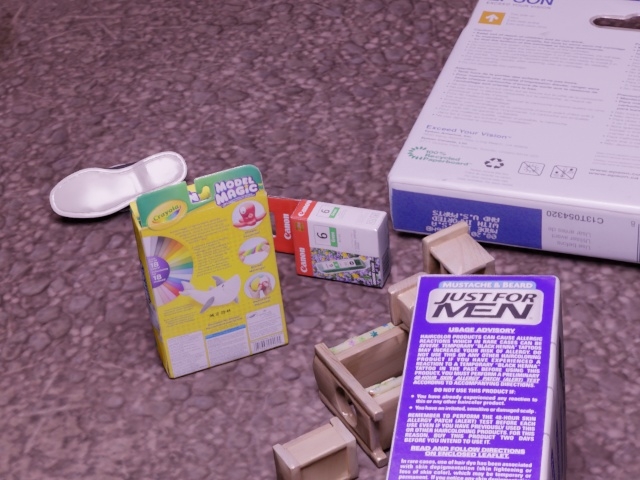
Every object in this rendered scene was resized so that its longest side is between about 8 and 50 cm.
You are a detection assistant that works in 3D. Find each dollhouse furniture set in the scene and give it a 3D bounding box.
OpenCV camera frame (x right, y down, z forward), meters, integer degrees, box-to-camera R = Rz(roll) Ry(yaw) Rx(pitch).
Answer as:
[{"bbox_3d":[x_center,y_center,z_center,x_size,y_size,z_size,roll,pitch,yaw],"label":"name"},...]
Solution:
[{"bbox_3d":[0.029,0.076,1.370,0.182,0.161,0.101,-23,42,-20],"label":"dollhouse furniture set"}]

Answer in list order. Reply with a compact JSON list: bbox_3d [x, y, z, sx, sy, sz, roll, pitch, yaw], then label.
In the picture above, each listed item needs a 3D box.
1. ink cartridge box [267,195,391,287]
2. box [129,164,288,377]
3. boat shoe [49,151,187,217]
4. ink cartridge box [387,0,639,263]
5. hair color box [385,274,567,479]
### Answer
[{"bbox_3d":[0.000,0.000,1.543,0.115,0.063,0.029,9,40,18],"label":"ink cartridge box"},{"bbox_3d":[-0.088,0.018,1.442,0.105,0.179,0.043,-16,41,-12],"label":"box"},{"bbox_3d":[-0.180,-0.048,1.646,0.125,0.038,0.046,-21,83,-8],"label":"boat shoe"},{"bbox_3d":[0.260,-0.104,1.631,0.324,0.071,0.330,8,38,18],"label":"ink cartridge box"},{"bbox_3d":[0.101,0.198,1.193,0.110,0.185,0.339,1,40,12],"label":"hair color box"}]
